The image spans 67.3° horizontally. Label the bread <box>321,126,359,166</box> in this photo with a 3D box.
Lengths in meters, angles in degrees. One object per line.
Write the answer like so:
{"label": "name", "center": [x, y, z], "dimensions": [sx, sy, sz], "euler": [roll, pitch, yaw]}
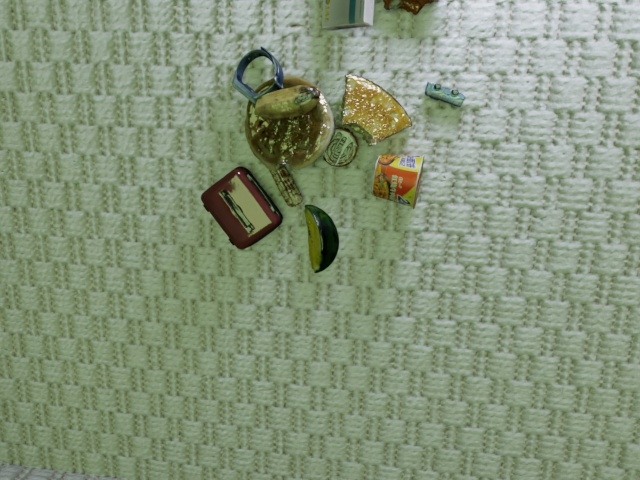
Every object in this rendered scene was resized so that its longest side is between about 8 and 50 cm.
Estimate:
{"label": "bread", "center": [0.071, -0.370, 1.899], "dimensions": [0.161, 0.073, 0.160], "euler": [2, 103, 9]}

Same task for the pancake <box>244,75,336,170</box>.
{"label": "pancake", "center": [-0.125, -0.447, 1.868], "dimensions": [0.383, 0.071, 0.381], "euler": [0, 91, 18]}

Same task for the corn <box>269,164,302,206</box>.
{"label": "corn", "center": [-0.153, -0.245, 1.957], "dimensions": [0.080, 0.079, 0.237], "euler": [-30, 97, 13]}

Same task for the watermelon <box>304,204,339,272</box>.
{"label": "watermelon", "center": [0.000, 0.000, 2.002], "dimensions": [0.129, 0.123, 0.300], "euler": [6, 107, 39]}

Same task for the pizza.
{"label": "pizza", "center": [0.187, -0.480, 1.838], "dimensions": [0.324, 0.089, 0.223], "euler": [34, 84, -8]}

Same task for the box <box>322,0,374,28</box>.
{"label": "box", "center": [0.103, -0.944, 1.714], "dimensions": [0.200, 0.065, 0.343], "euler": [14, 107, 38]}

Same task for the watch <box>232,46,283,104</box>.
{"label": "watch", "center": [-0.232, -0.630, 1.841], "dimensions": [0.206, 0.068, 0.193], "euler": [41, 96, 21]}

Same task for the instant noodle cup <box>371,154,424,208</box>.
{"label": "instant noodle cup", "center": [0.295, -0.236, 1.845], "dimensions": [0.174, 0.213, 0.213], "euler": [11, 105, 13]}

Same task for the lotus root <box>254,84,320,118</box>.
{"label": "lotus root", "center": [-0.121, -0.511, 1.779], "dimensions": [0.259, 0.097, 0.110], "euler": [-6, 71, 13]}

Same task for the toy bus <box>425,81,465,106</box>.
{"label": "toy bus", "center": [0.469, -0.554, 1.817], "dimensions": [0.153, 0.051, 0.061], "euler": [19, 111, 2]}

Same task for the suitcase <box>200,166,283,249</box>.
{"label": "suitcase", "center": [-0.317, -0.132, 1.961], "dimensions": [0.236, 0.161, 0.297], "euler": [-35, 96, 12]}

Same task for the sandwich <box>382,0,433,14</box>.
{"label": "sandwich", "center": [0.329, -0.929, 1.720], "dimensions": [0.292, 0.109, 0.212], "euler": [14, 114, 9]}
